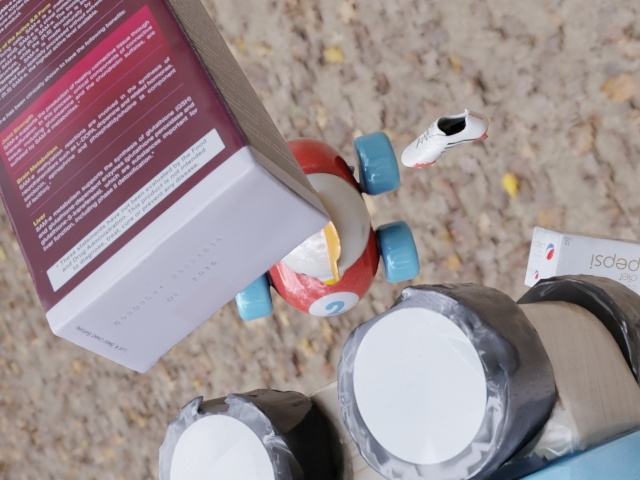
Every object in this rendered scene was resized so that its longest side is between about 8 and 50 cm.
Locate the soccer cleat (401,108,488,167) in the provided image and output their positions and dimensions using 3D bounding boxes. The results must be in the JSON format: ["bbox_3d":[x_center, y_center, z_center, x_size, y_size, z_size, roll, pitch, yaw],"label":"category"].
[{"bbox_3d":[0.095,-0.083,0.987,0.083,0.035,0.029,-21,59,34],"label":"soccer cleat"}]

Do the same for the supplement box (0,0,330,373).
[{"bbox_3d":[-0.107,-0.065,0.649,0.073,0.130,0.239,36,-160,-52],"label":"supplement box"}]

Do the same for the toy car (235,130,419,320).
[{"bbox_3d":[0.000,0.000,1.368,0.238,0.219,0.210,-116,12,-77],"label":"toy car"}]

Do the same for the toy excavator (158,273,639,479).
[{"bbox_3d":[0.065,0.291,0.742,0.433,0.222,0.445,-32,72,31],"label":"toy excavator"}]

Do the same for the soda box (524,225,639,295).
[{"bbox_3d":[0.355,0.035,1.460,0.069,0.216,0.074,-156,74,-71],"label":"soda box"}]
